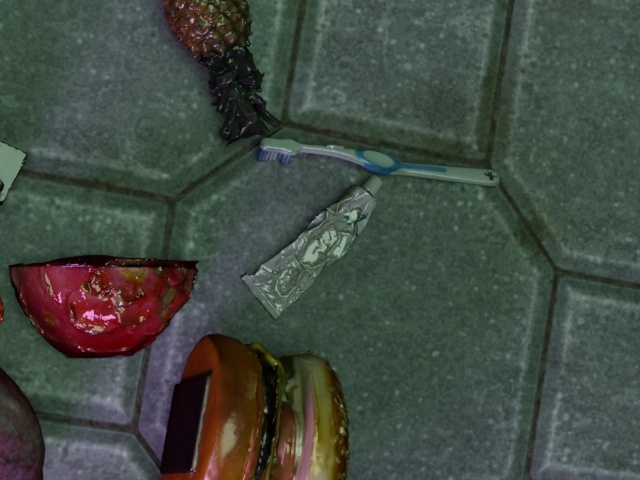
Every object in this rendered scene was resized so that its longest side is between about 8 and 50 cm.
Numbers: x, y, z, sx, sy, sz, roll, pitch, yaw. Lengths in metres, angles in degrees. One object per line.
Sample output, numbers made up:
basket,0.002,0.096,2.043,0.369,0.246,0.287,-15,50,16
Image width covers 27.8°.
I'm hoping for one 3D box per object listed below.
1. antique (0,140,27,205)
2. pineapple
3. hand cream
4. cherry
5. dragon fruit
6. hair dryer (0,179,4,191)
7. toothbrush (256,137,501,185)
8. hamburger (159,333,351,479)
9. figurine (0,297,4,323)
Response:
antique,-0.511,-0.128,1.736,0.220,0.080,0.081,27,80,-12
pineapple,-0.137,-0.260,1.833,0.128,0.128,0.248,-22,101,-16
hand cream,0.001,0.000,1.897,0.257,0.050,0.084,-44,103,-10
cherry,-0.455,0.255,1.691,0.175,0.192,0.250,-39,112,13
dragon fruit,-0.286,0.085,1.770,0.261,0.163,0.189,-4,117,-17
hair dryer,-0.597,-0.020,1.652,0.362,0.128,0.203,-41,105,13
toothbrush,0.094,-0.117,1.928,0.386,0.040,0.040,5,87,-16
hamburger,-0.083,0.274,1.750,0.225,0.291,0.291,11,85,-20
figurine,-0.541,0.103,1.692,0.245,0.138,0.110,-19,135,-14
